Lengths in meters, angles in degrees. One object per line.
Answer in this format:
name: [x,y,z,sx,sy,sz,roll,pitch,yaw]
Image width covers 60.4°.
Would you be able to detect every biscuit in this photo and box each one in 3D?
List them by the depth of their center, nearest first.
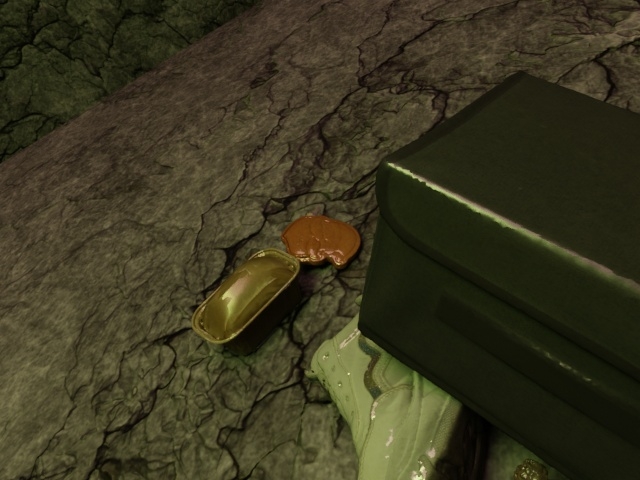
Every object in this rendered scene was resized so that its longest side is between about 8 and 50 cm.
biscuit: [0.000,0.000,0.890,0.130,0.019,0.102,12,50,14]

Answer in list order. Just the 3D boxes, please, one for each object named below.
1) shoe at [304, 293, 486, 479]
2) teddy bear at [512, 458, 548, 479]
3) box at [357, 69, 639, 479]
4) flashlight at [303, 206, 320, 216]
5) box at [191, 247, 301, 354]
shoe: [0.072,0.176,0.604,0.210,0.132,0.342,-2,40,31]
teddy bear: [0.168,0.279,0.473,0.119,0.078,0.160,38,59,12]
box: [0.246,0.035,0.479,0.345,0.205,0.251,33,50,25]
flashlight: [-0.020,-0.012,0.934,0.052,0.031,0.110,-41,32,32]
box: [-0.104,0.087,0.816,0.111,0.111,0.177,21,59,43]
